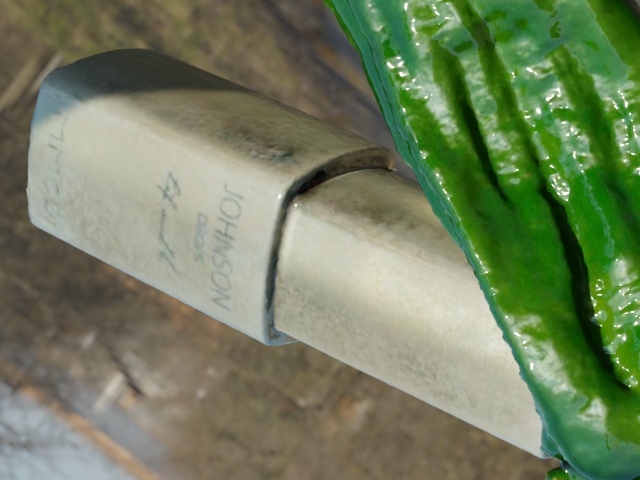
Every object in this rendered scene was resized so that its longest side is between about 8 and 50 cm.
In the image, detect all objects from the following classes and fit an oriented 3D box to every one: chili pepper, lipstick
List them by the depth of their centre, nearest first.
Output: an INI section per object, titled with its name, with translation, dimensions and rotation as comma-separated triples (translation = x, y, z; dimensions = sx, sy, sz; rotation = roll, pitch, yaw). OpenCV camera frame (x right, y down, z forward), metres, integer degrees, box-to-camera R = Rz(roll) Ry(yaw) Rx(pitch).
[chili pepper]
translation = 0.060, -0.029, 0.558
dimensions = 0.074, 0.100, 0.257
rotation = 69, 176, -73
[lipstick]
translation = 0.000, 0.000, 0.720
dimensions = 0.253, 0.079, 0.077
rotation = 24, -152, 34
